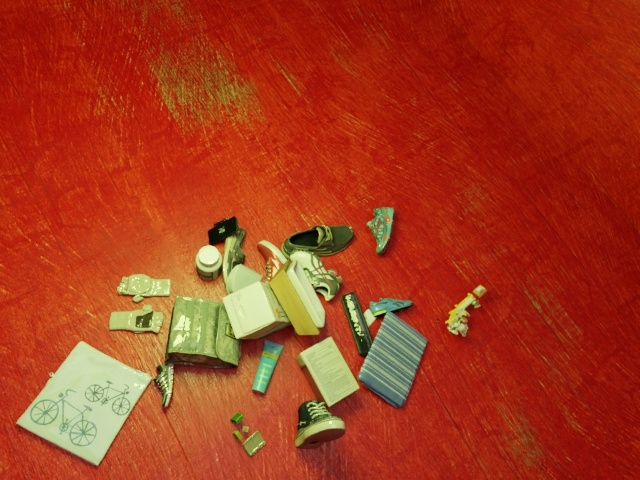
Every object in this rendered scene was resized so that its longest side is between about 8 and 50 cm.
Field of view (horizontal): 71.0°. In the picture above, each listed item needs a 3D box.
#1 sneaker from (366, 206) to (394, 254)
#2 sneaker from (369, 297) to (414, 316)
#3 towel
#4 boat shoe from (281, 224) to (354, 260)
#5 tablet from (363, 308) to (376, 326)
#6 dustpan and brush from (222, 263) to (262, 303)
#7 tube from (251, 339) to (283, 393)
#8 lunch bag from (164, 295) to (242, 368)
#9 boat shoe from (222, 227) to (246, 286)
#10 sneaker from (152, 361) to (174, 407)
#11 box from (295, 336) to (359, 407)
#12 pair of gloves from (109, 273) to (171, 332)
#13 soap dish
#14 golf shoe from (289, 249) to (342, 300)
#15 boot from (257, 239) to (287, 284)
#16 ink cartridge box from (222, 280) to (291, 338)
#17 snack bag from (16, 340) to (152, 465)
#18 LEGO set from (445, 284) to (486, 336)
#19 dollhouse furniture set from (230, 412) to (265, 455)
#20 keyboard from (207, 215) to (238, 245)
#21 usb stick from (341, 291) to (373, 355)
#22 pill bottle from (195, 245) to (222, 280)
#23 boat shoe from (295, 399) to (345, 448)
[{"bbox_3d":[0.280,-0.046,2.158,0.125,0.104,0.261,9,59,10],"label":"sneaker"},{"bbox_3d":[0.320,0.284,2.017,0.210,0.069,0.082,-9,63,-18],"label":"sneaker"},{"bbox_3d":[0.309,0.502,1.904,0.243,0.040,0.336,38,61,-12],"label":"towel"},{"bbox_3d":[0.000,0.000,2.034,0.356,0.130,0.132,-17,71,-20],"label":"boat shoe"},{"bbox_3d":[0.207,0.351,1.994,0.054,0.006,0.083,43,63,8],"label":"tablet"},{"bbox_3d":[-0.351,0.207,1.867,0.147,0.060,0.211,35,79,-44],"label":"dustpan and brush"},{"bbox_3d":[-0.217,0.508,1.803,0.080,0.052,0.207,24,57,-10],"label":"tube"},{"bbox_3d":[-0.439,0.362,1.745,0.287,0.169,0.235,12,55,-20],"label":"lunch bag"},{"bbox_3d":[-0.368,0.063,1.936,0.093,0.102,0.285,3,59,-7],"label":"boat shoe"},{"bbox_3d":[-0.592,0.542,1.686,0.075,0.063,0.170,1,61,-13],"label":"sneaker"},{"bbox_3d":[0.024,0.531,1.801,0.149,0.127,0.232,-24,73,-22],"label":"box"},{"bbox_3d":[-0.721,0.249,1.799,0.204,0.042,0.240,9,64,-9],"label":"pair of gloves"},{"bbox_3d":[-0.092,0.231,1.823,0.118,0.229,0.290,-28,97,6],"label":"soap dish"},{"bbox_3d":[-0.028,0.144,1.946,0.273,0.105,0.120,37,50,-8],"label":"golf shoe"},{"bbox_3d":[-0.229,0.130,1.949,0.176,0.088,0.244,-40,84,-24],"label":"boot"},{"bbox_3d":[-0.240,0.279,1.766,0.168,0.233,0.171,-27,73,8],"label":"ink cartridge box"},{"bbox_3d":[-0.844,0.575,1.624,0.323,0.037,0.342,28,63,-1],"label":"snack bag"},{"bbox_3d":[0.677,0.338,2.054,0.107,0.132,0.287,48,58,0],"label":"LEGO set"},{"bbox_3d":[-0.283,0.730,1.696,0.076,0.059,0.151,-35,97,-32],"label":"dollhouse furniture set"},{"bbox_3d":[-0.417,-0.050,1.949,0.038,0.192,0.100,14,60,-51],"label":"keyboard"},{"bbox_3d":[0.162,0.362,1.954,0.077,0.045,0.277,-20,71,3],"label":"usb stick"},{"bbox_3d":[-0.461,0.091,1.854,0.108,0.180,0.107,5,65,-12],"label":"pill bottle"},{"bbox_3d":[-0.013,0.647,1.632,0.127,0.340,0.158,12,53,-20],"label":"boat shoe"}]
